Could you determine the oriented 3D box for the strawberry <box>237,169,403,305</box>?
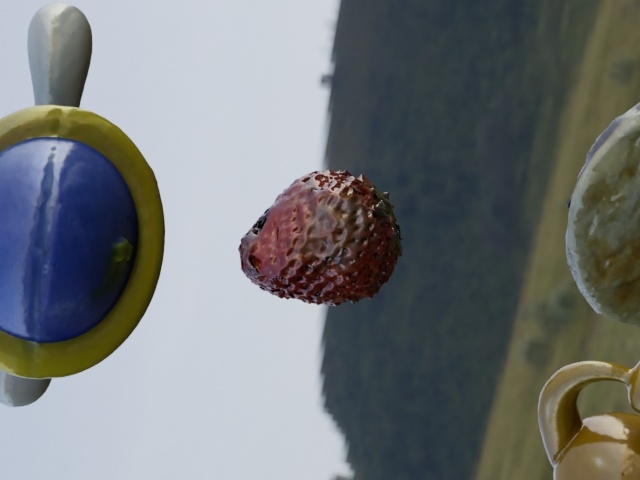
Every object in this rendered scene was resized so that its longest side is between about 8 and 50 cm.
[{"bbox_3d":[0.000,0.000,1.038,0.083,0.096,0.083,170,90,-90],"label":"strawberry"}]

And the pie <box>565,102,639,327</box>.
[{"bbox_3d":[0.378,-0.049,1.789,0.339,0.077,0.339,-23,-44,-24],"label":"pie"}]

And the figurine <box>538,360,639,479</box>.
[{"bbox_3d":[0.191,0.112,0.930,0.121,0.176,0.122,-51,-45,-48],"label":"figurine"}]

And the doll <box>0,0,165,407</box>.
[{"bbox_3d":[-0.182,-0.036,1.323,0.242,0.160,0.311,58,-144,-79],"label":"doll"}]
